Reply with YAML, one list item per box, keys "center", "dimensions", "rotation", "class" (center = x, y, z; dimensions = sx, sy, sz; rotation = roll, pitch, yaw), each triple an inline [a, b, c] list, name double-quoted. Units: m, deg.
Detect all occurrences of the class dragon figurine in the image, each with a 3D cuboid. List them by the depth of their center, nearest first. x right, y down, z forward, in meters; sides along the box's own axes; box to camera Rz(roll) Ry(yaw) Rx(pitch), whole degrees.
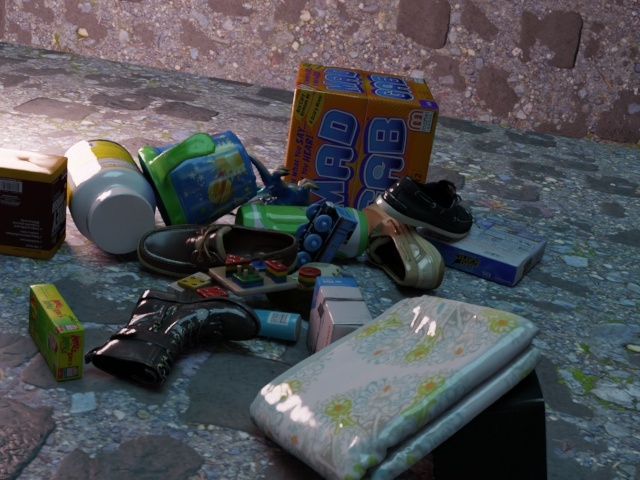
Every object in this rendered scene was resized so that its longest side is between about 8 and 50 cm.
- center: [-0.097, -0.101, 2.186]
  dimensions: [0.289, 0.144, 0.085]
  rotation: [26, 11, -19]
  class: "dragon figurine"

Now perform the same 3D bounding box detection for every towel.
- center: [0.107, 0.211, 1.361]
  dimensions: [0.374, 0.090, 0.320]
  rotation: [-33, 18, -21]
  class: "towel"

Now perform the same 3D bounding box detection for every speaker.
- center: [-0.045, -0.021, 2.097]
  dimensions: [0.296, 0.131, 0.131]
  rotation: [2, 23, -17]
  class: "speaker"

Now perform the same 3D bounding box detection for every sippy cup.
- center: [-0.273, -0.139, 2.070]
  dimensions: [0.224, 0.240, 0.305]
  rotation: [-24, 17, -12]
  class: "sippy cup"

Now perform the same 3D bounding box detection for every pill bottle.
- center: [-0.481, -0.100, 2.048]
  dimensions: [0.188, 0.188, 0.334]
  rotation: [-1, 24, -23]
  class: "pill bottle"

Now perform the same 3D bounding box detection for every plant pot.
- center: [0.251, 0.283, 1.388]
  dimensions: [0.167, 0.187, 0.188]
  rotation: [-4, 21, 7]
  class: "plant pot"

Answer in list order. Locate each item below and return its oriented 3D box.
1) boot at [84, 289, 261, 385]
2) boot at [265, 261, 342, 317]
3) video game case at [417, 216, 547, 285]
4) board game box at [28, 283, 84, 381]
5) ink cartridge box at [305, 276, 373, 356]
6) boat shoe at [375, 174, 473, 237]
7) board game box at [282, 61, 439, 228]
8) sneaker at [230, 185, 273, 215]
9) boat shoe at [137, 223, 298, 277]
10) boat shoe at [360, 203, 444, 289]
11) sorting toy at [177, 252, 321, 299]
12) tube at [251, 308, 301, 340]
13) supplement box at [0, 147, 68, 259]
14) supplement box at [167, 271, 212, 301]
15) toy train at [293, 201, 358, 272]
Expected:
- center: [-0.253, 0.184, 1.585]
  dimensions: [0.263, 0.091, 0.229]
  rotation: [7, 27, 7]
  class: "boot"
- center: [0.014, 0.108, 1.867]
  dimensions: [0.213, 0.077, 0.165]
  rotation: [19, 21, 26]
  class: "boot"
- center: [0.400, 0.015, 2.259]
  dimensions: [0.269, 0.061, 0.244]
  rotation: [19, 25, 25]
  class: "video game case"
- center: [-0.455, 0.155, 1.546]
  dimensions: [0.043, 0.092, 0.181]
  rotation: [-5, 25, -32]
  class: "board game box"
- center: [0.034, 0.167, 1.632]
  dimensions: [0.082, 0.139, 0.190]
  rotation: [5, 22, -11]
  class: "ink cartridge box"
- center: [0.275, -0.094, 2.144]
  dimensions: [0.340, 0.113, 0.127]
  rotation: [13, 28, -43]
  class: "boat shoe"
- center: [0.091, -0.244, 2.391]
  dimensions: [0.356, 0.356, 0.356]
  rotation: [8, 21, -2]
  class: "board game box"
- center: [-0.234, -0.134, 2.331]
  dimensions: [0.275, 0.110, 0.107]
  rotation: [14, 22, 15]
  class: "sneaker"
- center: [-0.214, 0.009, 1.897]
  dimensions: [0.342, 0.123, 0.123]
  rotation: [6, 65, -4]
  class: "boat shoe"
- center: [0.162, 0.004, 2.116]
  dimensions: [0.110, 0.121, 0.341]
  rotation: [-2, 25, -26]
  class: "boat shoe"
- center: [-0.141, 0.060, 1.776]
  dimensions: [0.274, 0.046, 0.132]
  rotation: [-8, 22, -31]
  class: "sorting toy"
- center: [-0.142, 0.153, 1.734]
  dimensions: [0.207, 0.052, 0.080]
  rotation: [8, 16, 12]
  class: "tube"
- center: [-0.651, -0.081, 1.926]
  dimensions: [0.191, 0.194, 0.129]
  rotation: [7, 22, -3]
  class: "supplement box"
- center: [-0.259, 0.107, 1.780]
  dimensions: [0.036, 0.062, 0.098]
  rotation: [22, 26, 27]
  class: "supplement box"
- center: [0.000, 0.000, 2.002]
  dimensions: [0.105, 0.184, 0.080]
  rotation: [19, 21, -30]
  class: "toy train"
